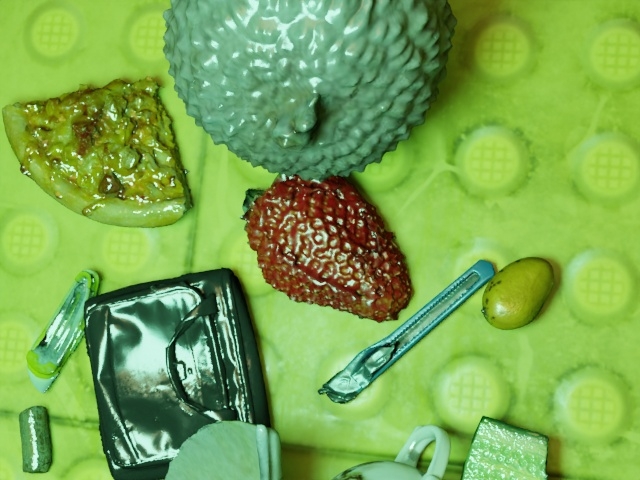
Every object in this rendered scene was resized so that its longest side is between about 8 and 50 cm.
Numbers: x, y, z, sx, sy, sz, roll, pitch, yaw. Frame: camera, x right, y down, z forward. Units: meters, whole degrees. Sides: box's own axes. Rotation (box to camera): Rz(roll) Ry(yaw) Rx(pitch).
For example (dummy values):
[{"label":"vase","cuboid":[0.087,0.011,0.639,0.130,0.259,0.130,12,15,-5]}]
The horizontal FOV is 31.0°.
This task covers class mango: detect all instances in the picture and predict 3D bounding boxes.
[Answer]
[{"label":"mango","cuboid":[0.264,0.069,1.537,0.114,0.057,0.079,-45,68,-1]}]

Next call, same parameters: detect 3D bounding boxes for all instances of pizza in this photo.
[{"label":"pizza","cuboid":[-0.314,-0.146,1.680,0.335,0.086,0.226,30,90,16]}]

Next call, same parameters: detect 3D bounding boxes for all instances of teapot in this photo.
[{"label":"teapot","cuboid":[0.081,0.373,1.489,0.204,0.139,0.298,40,88,-12]}]

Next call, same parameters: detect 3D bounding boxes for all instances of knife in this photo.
[{"label":"knife","cuboid":[0.118,0.125,1.574,0.296,0.026,0.044,-41,64,3]}]

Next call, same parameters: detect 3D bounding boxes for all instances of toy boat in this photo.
[{"label":"toy boat","cuboid":[-0.114,0.366,1.497,0.276,0.111,0.294,-5,94,47]}]

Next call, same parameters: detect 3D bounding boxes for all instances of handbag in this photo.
[{"label":"handbag","cuboid":[-0.203,0.186,1.605,0.244,0.088,0.275,-12,78,6]}]

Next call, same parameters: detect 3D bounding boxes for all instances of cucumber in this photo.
[{"label":"cucumber","cuboid":[0.243,0.300,1.502,0.115,0.062,0.116,16,77,12]}]

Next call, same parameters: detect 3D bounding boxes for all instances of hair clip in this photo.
[{"label":"hair clip","cuboid":[-0.373,0.126,1.673,0.060,0.033,0.188,29,90,17]}]

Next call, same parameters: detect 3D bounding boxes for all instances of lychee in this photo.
[{"label":"lychee","cuboid":[-0.006,-0.277,1.491,0.380,0.380,0.432,0,48,12]}]

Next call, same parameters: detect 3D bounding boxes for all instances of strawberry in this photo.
[{"label":"strawberry","cuboid":[0.000,0.000,1.578,0.286,0.106,0.188,36,91,14]}]

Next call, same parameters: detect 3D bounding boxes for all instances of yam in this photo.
[{"label":"yam","cuboid":[-0.408,0.286,1.651,0.043,0.043,0.094,-12,77,10]}]
